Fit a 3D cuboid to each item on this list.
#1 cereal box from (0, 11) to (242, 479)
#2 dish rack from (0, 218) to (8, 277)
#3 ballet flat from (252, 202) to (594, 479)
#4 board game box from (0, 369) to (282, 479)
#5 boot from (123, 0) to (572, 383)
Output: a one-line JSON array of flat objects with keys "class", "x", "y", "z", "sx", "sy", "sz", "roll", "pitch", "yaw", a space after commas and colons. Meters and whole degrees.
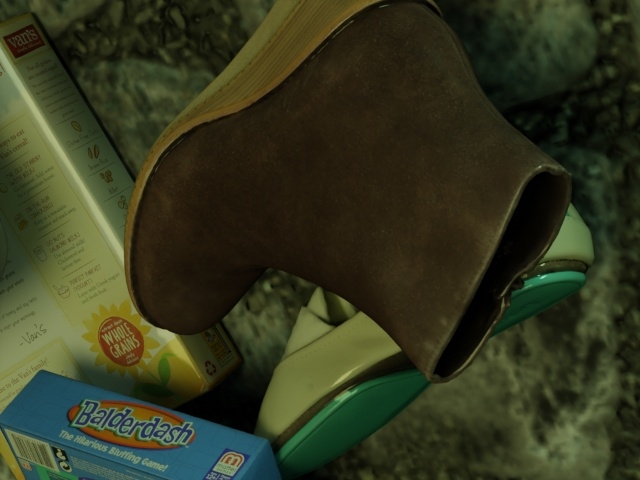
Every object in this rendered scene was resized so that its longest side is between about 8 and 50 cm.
[{"class": "cereal box", "x": -0.175, "y": 0.009, "z": 1.013, "sx": 0.173, "sy": 0.047, "sz": 0.240, "roll": -27, "pitch": 95, "yaw": 35}, {"class": "dish rack", "x": -0.338, "y": -0.017, "z": 1.015, "sx": 0.333, "sy": 0.072, "sz": 0.285, "roll": -36, "pitch": 91, "yaw": 32}, {"class": "ballet flat", "x": 0.040, "y": 0.041, "z": 0.895, "sx": 0.248, "sy": 0.086, "sz": 0.086, "roll": -38, "pitch": 89, "yaw": 34}, {"class": "board game box", "x": -0.081, "y": 0.178, "z": 0.984, "sx": 0.160, "sy": 0.047, "sz": 0.210, "roll": 14, "pitch": 137, "yaw": 30}, {"class": "boot", "x": 0.000, "y": 0.000, "z": 0.835, "sx": 0.248, "sy": 0.090, "sz": 0.207, "roll": -59, "pitch": 45, "yaw": 27}]
